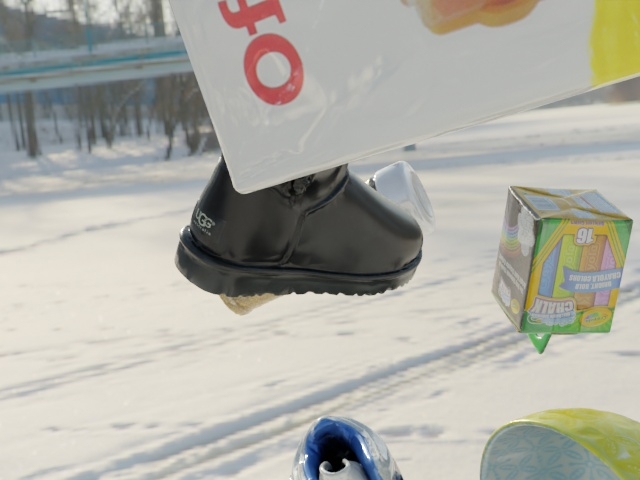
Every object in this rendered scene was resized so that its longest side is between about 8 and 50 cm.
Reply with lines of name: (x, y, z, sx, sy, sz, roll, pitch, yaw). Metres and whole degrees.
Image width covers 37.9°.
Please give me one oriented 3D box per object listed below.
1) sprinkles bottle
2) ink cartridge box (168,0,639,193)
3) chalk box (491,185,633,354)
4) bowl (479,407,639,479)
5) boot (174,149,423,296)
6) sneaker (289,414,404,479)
sprinkles bottle: (0.000, 0.000, 1.468, 0.355, 0.121, 0.121, -25, 0, 18)
ink cartridge box: (0.113, -0.203, 0.325, 0.385, 0.279, 0.160, -15, 9, 25)
chalk box: (0.319, 0.047, 1.260, 0.132, 0.213, 0.132, 1, 23, -9)
bowl: (0.311, 0.281, 0.923, 0.156, 0.289, 0.289, -22, 13, -25)
boot: (0.022, -0.066, 0.678, 0.246, 0.207, 0.094, -2, 34, -45)
sneaker: (0.047, 0.320, 0.887, 0.130, 0.236, 0.322, -22, 41, 6)
